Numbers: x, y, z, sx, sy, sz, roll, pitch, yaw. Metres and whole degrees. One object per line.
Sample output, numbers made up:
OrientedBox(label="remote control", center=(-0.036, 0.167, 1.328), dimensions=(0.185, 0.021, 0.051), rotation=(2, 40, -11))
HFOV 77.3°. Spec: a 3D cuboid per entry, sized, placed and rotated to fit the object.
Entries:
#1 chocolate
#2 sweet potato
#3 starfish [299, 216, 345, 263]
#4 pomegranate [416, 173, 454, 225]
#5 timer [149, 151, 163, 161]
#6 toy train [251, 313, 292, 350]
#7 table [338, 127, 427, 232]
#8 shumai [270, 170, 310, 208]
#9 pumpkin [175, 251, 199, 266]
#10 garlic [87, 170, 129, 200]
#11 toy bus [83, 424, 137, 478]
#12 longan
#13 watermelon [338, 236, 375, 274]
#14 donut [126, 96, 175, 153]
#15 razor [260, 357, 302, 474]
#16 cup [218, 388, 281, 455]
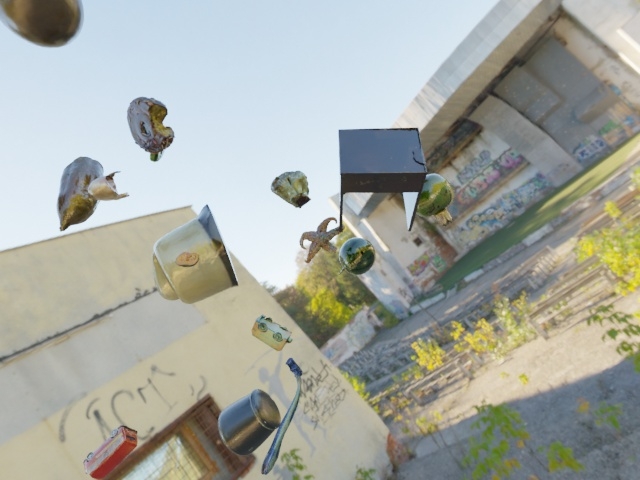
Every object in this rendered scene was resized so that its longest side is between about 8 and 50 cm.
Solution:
OrientedBox(label="chocolate", center=(-0.498, 0.073, 1.538), dimensions=(0.297, 0.326, 0.314), rotation=(-17, -18, -16))
OrientedBox(label="sweet potato", center=(-0.950, -0.183, 1.587), dimensions=(0.158, 0.369, 0.158), rotation=(-10, -39, -8))
OrientedBox(label="starfish", center=(0.002, 0.001, 1.538), dimensions=(0.209, 0.150, 0.053), rotation=(-58, -13, 5))
OrientedBox(label="pomegranate", center=(0.436, -0.150, 1.531), dimensions=(0.180, 0.209, 0.180), rotation=(-34, -6, -4))
OrientedBox(label="timer", center=(-0.762, -0.444, 1.885), dimensions=(0.128, 0.047, 0.140), rotation=(-92, 23, -58))
OrientedBox(label="toy train", center=(-0.216, 0.414, 1.781), dimensions=(0.099, 0.188, 0.072), rotation=(-62, -8, 23))
OrientedBox(label="table", center=(0.180, -0.183, 1.275), dimensions=(0.250, 0.196, 0.282), rotation=(-2, -36, 2))
OrientedBox(label="shumai", center=(-0.135, -0.213, 1.824), dimensions=(0.184, 0.142, 0.184), rotation=(-7, -43, -7))
OrientedBox(label="pumpkin", center=(-0.415, 0.065, 1.263), dimensions=(0.028, 0.083, 0.050), rotation=(64, -142, -46))
OrientedBox(label="garlic", center=(-0.747, -0.184, 1.395), dimensions=(0.124, 0.099, 0.174), rotation=(-19, 9, -18))
OrientedBox(label="toy bus", center=(-0.679, 0.691, 1.296), dimensions=(0.174, 0.077, 0.079), rotation=(-44, -48, -9))
OrientedBox(label="longan", center=(-0.869, -0.734, 1.237), dimensions=(0.258, 0.258, 0.258), rotation=(-39, -9, -7))
OrientedBox(label="watermelon", center=(0.179, 0.085, 2.031), dimensions=(0.215, 0.188, 0.188), rotation=(-35, -10, -26))
OrientedBox(label="donut", center=(-0.701, -0.478, 1.668), dimensions=(0.216, 0.230, 0.096), rotation=(-18, 14, 39))
OrientedBox(label="razor", center=(-0.101, 0.511, 1.174), dimensions=(0.056, 0.093, 0.324), rotation=(-5, 43, 24))
OrientedBox(label="cup", center=(-0.227, 0.607, 1.363), dimensions=(0.176, 0.169, 0.223), rotation=(-42, -22, 8))
